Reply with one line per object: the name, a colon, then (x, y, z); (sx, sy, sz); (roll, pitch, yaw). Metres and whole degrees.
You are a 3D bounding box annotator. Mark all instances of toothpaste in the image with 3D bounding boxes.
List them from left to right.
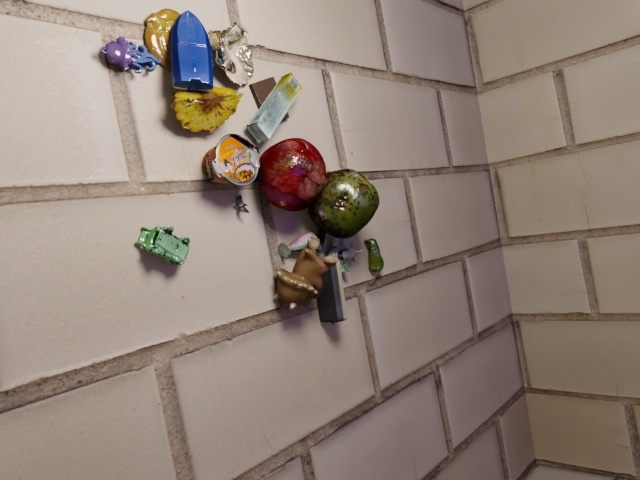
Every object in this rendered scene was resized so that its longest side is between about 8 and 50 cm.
toothpaste: (-0.169, -0.504, 1.991); (0.089, 0.071, 0.312); (50, 50, -33)

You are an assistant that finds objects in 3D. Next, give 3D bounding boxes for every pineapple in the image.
pineapple: (-0.409, -0.446, 1.753); (0.250, 0.164, 0.139); (-28, 144, -42)

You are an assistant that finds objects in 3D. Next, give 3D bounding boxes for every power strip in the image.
power strip: (0.039, 0.208, 2.112); (0.070, 0.105, 0.256); (-7, 90, -48)

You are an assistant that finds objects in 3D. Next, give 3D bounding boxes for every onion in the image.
onion: (-0.098, -0.237, 1.926); (0.276, 0.276, 0.275); (9, 77, -46)

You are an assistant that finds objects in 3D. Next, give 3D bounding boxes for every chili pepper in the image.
chili pepper: (0.250, 0.090, 2.391); (0.072, 0.073, 0.203); (-14, 96, -61)

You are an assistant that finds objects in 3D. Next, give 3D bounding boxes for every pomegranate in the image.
pomegranate: (0.093, -0.157, 2.146); (0.341, 0.285, 0.284); (-43, 120, -79)

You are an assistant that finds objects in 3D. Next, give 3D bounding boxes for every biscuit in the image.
biscuit: (-0.465, -0.643, 1.749); (0.260, 0.041, 0.202); (41, 55, -33)

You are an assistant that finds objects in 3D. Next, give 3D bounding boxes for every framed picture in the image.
framed picture: (-0.196, -0.536, 2.037); (0.128, 0.023, 0.168); (-37, 111, -45)

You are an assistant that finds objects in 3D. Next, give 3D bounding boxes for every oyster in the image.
oyster: (-0.315, -0.652, 1.872); (0.214, 0.084, 0.222); (-47, 138, -48)

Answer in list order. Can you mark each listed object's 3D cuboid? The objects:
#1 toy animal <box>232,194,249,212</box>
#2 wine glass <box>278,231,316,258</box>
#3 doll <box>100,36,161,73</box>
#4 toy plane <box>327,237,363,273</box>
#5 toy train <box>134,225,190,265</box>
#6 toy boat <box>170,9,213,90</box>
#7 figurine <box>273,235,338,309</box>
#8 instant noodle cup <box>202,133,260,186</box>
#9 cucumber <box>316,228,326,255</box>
toy animal: (-0.286, -0.123, 1.869); (0.084, 0.050, 0.028); (60, -3, 29)
wine glass: (-0.085, 0.018, 2.032); (0.155, 0.073, 0.073); (-21, 99, -47)
doll: (-0.572, -0.558, 1.604); (0.206, 0.067, 0.109); (-5, 75, -51)
toy plane: (0.100, 0.057, 2.222); (0.174, 0.080, 0.173); (8, 79, -44)
toy train: (-0.476, 0.015, 1.613); (0.149, 0.081, 0.099); (39, 57, -44)
toy boat: (-0.417, -0.618, 1.703); (0.129, 0.088, 0.294); (-2, 73, -22)
figurine: (-0.074, 0.132, 1.933); (0.177, 0.247, 0.173); (47, 27, 24)
instant noodle cup: (-0.317, -0.262, 1.787); (0.208, 0.126, 0.177); (-13, 94, -48)
cucumber: (0.000, 0.000, 2.154); (0.037, 0.037, 0.154); (34, 59, -39)
